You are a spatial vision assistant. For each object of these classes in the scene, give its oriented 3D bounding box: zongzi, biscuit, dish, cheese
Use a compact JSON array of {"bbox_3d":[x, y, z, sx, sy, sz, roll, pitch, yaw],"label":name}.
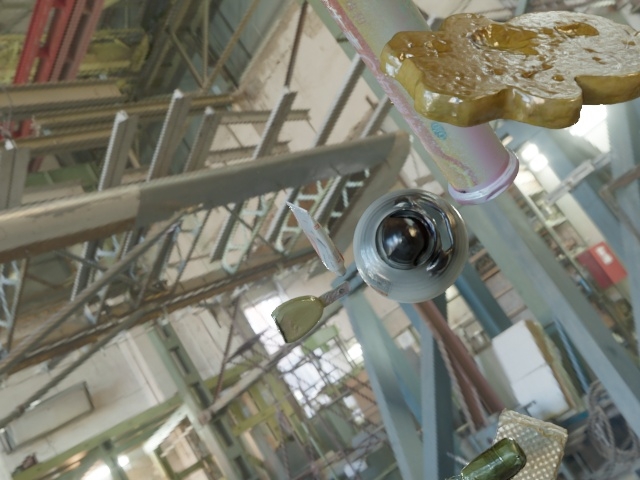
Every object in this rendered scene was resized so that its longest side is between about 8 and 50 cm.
[{"bbox_3d":[0.298,0.418,1.189,0.154,0.062,0.130,-36,-33,4],"label":"zongzi"},{"bbox_3d":[0.180,-0.151,0.576,0.248,0.184,0.035,-14,-48,-16],"label":"biscuit"},{"bbox_3d":[0.199,0.001,1.528,0.273,0.273,0.134,-34,-16,5],"label":"dish"},{"bbox_3d":[-0.014,0.146,1.459,0.192,0.097,0.037,-30,30,-14],"label":"cheese"},{"bbox_3d":[0.369,0.558,1.316,0.078,0.143,0.426,5,-80,-71],"label":"biscuit"}]

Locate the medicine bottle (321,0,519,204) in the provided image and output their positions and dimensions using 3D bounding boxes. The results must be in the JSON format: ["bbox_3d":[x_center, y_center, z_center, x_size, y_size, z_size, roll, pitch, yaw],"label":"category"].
[{"bbox_3d":[0.115,-0.225,0.861,0.108,0.426,0.108,-29,33,21],"label":"medicine bottle"}]

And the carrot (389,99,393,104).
[{"bbox_3d":[0.200,-0.301,1.303,0.142,0.035,0.035,-26,-12,7],"label":"carrot"}]

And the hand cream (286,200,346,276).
[{"bbox_3d":[-0.002,0.001,1.285,0.052,0.038,0.216,-4,-39,26],"label":"hand cream"}]
